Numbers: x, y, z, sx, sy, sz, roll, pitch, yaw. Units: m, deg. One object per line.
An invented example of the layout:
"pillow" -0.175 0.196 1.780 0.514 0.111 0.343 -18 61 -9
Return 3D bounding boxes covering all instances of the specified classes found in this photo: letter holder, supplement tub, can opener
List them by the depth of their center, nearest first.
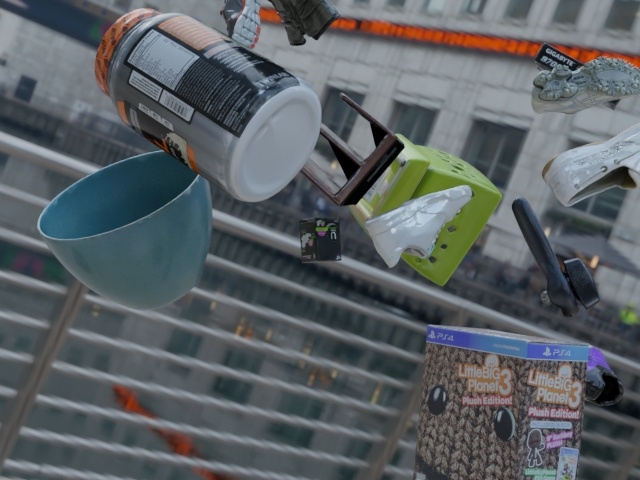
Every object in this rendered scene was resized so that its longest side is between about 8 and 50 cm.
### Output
"can opener" 0.319 0.023 1.510 0.186 0.073 0.059 61 -5 13
"supplement tub" -0.170 -0.206 1.553 0.316 0.194 0.193 34 7 29
"letter holder" 0.017 -0.186 1.902 0.214 0.152 0.302 41 6 4

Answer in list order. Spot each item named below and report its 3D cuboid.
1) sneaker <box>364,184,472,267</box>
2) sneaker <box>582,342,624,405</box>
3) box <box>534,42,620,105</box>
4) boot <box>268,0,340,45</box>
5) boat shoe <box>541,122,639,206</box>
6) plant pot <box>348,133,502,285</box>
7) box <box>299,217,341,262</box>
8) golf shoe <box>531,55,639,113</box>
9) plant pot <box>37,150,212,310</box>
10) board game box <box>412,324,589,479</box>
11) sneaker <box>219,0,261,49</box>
"sneaker" 0.163 -0.021 1.681 0.212 0.094 0.080 -24 4 -34
"sneaker" 0.611 0.312 2.395 0.146 0.102 0.293 32 13 24
"box" 0.617 -0.387 2.546 0.220 0.051 0.175 31 9 11
"boot" -0.018 -0.388 1.582 0.161 0.083 0.246 52 -24 -8
"boat shoe" 0.518 -0.126 1.805 0.098 0.277 0.096 67 1 -61
"plant pot" 0.193 -0.078 2.166 0.207 0.228 0.227 26 14 -23
"box" 0.000 0.000 2.041 0.062 0.083 0.052 -1 -3 -39
"golf shoe" 0.405 -0.231 1.638 0.176 0.069 0.086 -4 -24 -4
"plant pot" -0.300 0.001 1.805 0.290 0.290 0.196 22 -41 54
"board game box" 0.282 0.292 1.707 0.141 0.291 0.232 7 -2 -35
"sneaker" -0.142 -0.383 1.852 0.064 0.158 0.061 -4 -26 32
